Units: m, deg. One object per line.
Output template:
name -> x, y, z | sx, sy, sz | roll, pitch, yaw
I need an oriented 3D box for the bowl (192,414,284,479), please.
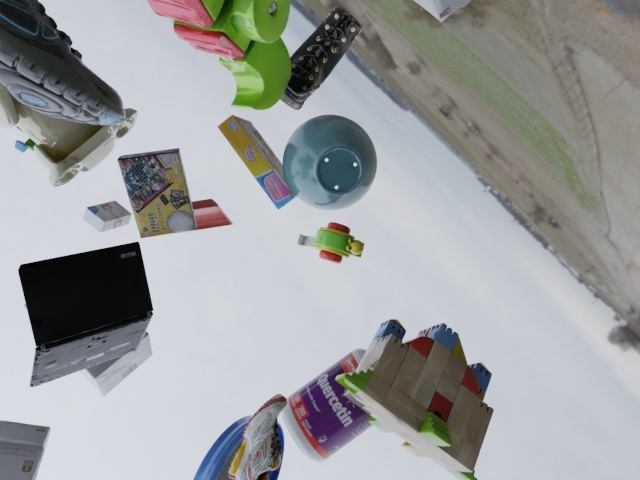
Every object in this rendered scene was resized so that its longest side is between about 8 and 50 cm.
bowl -> -0.241, 0.698, 1.348 | 0.077, 0.392, 0.391 | 13, -176, 26

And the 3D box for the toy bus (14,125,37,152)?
toy bus -> -0.835, -0.356, 1.454 | 0.104, 0.191, 0.202 | 32, -128, -6

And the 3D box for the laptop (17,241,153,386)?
laptop -> -0.495, 0.155, 0.988 | 0.234, 0.264, 0.137 | -15, -119, -43

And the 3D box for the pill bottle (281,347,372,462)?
pill bottle -> 0.072, 0.404, 1.205 | 0.182, 0.322, 0.181 | 54, 178, 3

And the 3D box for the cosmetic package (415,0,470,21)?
cosmetic package -> 0.234, -0.583, 0.990 | 0.107, 0.127, 0.238 | 43, -166, -48

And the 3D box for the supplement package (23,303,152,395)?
supplement package -> -0.646, 0.256, 1.324 | 0.293, 0.175, 0.177 | 40, -123, 12

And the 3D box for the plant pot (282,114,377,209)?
plant pot -> 0.039, -0.214, 1.356 | 0.290, 0.290, 0.195 | 37, -172, -15

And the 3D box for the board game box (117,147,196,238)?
board game box -> -0.462, -0.133, 1.343 | 0.164, 0.243, 0.042 | -9, -151, -8

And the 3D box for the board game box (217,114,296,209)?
board game box -> -0.188, -0.258, 1.549 | 0.317, 0.064, 0.242 | 54, -170, -4

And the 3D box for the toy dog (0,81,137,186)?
toy dog -> -0.731, -0.392, 1.249 | 0.408, 0.284, 0.395 | 48, 174, -17

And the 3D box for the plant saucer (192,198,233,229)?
plant saucer -> -0.492, -0.096, 1.810 | 0.258, 0.258, 0.048 | 81, 179, -77

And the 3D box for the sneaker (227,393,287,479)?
sneaker -> -0.112, 0.423, 0.985 | 0.092, 0.225, 0.088 | 26, -163, 17

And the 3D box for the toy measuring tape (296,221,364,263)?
toy measuring tape -> 0.000, 0.000, 1.383 | 0.121, 0.122, 0.330 | 28, 168, -37

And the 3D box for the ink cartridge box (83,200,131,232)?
ink cartridge box -> -0.727, -0.084, 1.603 | 0.088, 0.052, 0.122 | 36, -153, 12

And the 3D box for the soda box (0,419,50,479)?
soda box -> -0.378, 0.199, 0.430 | 0.216, 0.069, 0.074 | 19, 167, -23

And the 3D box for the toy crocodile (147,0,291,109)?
toy crocodile -> -0.116, -0.234, 0.390 | 0.115, 0.105, 0.340 | 19, 170, 20

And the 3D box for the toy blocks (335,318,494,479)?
toy blocks -> 0.241, 0.308, 1.039 | 0.381, 0.191, 0.261 | 37, -120, -5

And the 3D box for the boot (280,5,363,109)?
boot -> -0.009, -0.344, 0.867 | 0.085, 0.178, 0.236 | 40, -154, -9

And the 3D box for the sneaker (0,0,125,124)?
sneaker -> -0.372, -0.264, 0.586 | 0.125, 0.140, 0.341 | 2, 164, 22
